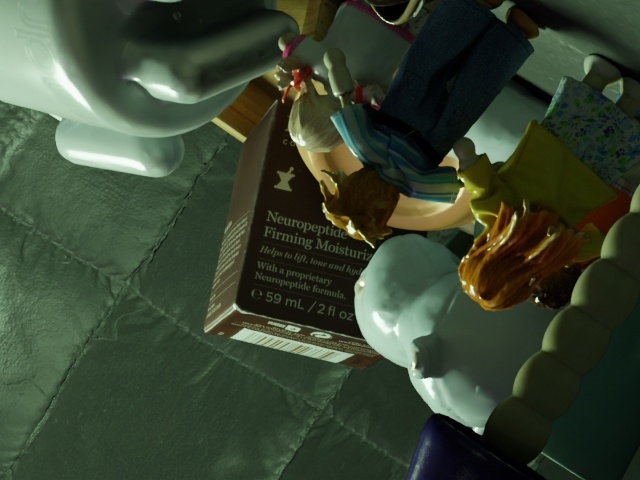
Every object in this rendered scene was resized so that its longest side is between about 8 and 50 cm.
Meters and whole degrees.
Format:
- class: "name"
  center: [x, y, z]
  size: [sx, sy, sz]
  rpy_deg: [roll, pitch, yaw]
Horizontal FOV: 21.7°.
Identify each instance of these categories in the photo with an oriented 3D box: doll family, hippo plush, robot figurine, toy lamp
- class: "doll family"
  center: [0.085, -0.055, 0.968]
  size: [0.263, 0.163, 0.118]
  rpy_deg: [34, -179, 2]
- class: "hippo plush"
  center: [0.163, 0.036, 1.247]
  size: [0.294, 0.236, 0.234]
  rpy_deg: [35, -179, 44]
- class: "robot figurine"
  center: [-0.173, -0.190, 1.221]
  size: [0.200, 0.300, 0.353]
  rpy_deg: [-24, -153, -38]
- class: "toy lamp"
  center: [0.124, 0.041, 0.776]
  size: [0.080, 0.274, 0.080]
  rpy_deg: [35, -179, -1]

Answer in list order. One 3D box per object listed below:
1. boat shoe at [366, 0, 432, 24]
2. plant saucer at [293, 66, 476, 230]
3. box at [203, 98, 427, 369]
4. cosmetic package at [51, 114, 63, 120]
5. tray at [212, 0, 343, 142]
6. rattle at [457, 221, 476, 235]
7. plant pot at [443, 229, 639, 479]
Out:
- class: "boat shoe"
  center: [0.032, -0.146, 0.795]
  size: [0.066, 0.066, 0.183]
  rpy_deg: [34, -179, 22]
- class: "plant saucer"
  center: [0.067, -0.078, 1.415]
  size: [0.200, 0.037, 0.200]
  rpy_deg: [13, 137, 13]
- class: "box"
  center: [0.000, 0.000, 1.574]
  size: [0.168, 0.203, 0.167]
  rpy_deg: [13, 167, -10]
- class: "cosmetic package"
  center: [-0.349, -0.293, 1.562]
  size: [0.230, 0.161, 0.453]
  rpy_deg: [34, -177, -36]
- class: "tray"
  center: [0.005, -0.133, 1.621]
  size: [0.203, 0.076, 0.411]
  rpy_deg: [3, 165, 30]
- class: "rattle"
  center: [0.145, -0.106, 1.480]
  size: [0.199, 0.143, 0.130]
  rpy_deg: [49, 143, -18]
- class: "plant pot"
  center: [0.237, 0.076, 1.678]
  size: [0.293, 0.235, 0.293]
  rpy_deg: [34, -178, -1]
